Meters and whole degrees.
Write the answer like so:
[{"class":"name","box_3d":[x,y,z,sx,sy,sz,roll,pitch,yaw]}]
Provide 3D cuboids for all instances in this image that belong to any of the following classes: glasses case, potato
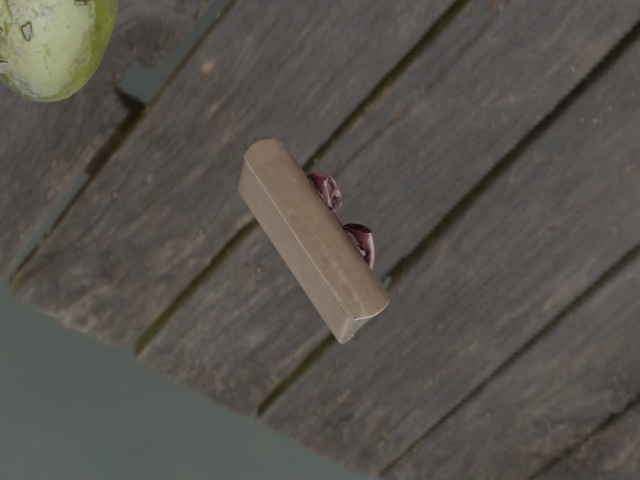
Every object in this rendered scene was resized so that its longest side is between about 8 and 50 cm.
[{"class":"glasses case","box_3d":[0.000,0.000,1.144,0.070,0.193,0.102,-29,165,-19]},{"class":"potato","box_3d":[-0.202,-0.182,0.794,0.105,0.085,0.188,-33,107,6]}]
